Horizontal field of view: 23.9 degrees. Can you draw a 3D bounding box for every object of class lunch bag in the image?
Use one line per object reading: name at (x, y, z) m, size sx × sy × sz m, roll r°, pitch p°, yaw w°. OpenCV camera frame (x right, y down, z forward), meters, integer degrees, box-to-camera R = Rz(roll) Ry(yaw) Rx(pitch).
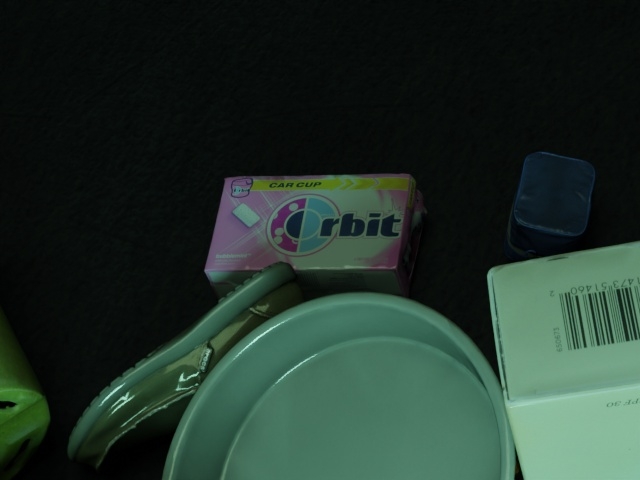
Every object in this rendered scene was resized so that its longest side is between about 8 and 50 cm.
lunch bag at (0.201, -0.020, 1.333) m, size 0.067 × 0.065 × 0.098 m, roll 14°, pitch 57°, yaw 6°

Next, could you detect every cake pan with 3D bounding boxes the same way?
cake pan at (0.015, 0.182, 1.113) m, size 0.293 × 0.054 × 0.293 m, roll -14°, pitch 60°, yaw 25°

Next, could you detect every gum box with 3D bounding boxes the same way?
gum box at (0.000, 0.000, 1.374) m, size 0.188 × 0.062 × 0.107 m, roll 0°, pitch 54°, yaw 15°

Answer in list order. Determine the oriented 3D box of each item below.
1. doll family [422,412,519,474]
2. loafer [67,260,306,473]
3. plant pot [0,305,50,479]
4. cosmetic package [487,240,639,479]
doll family at (0.065, 0.216, 1.157) m, size 0.163 × 0.118 × 0.263 m, roll 8°, pitch 58°, yaw 23°
loafer at (-0.106, 0.122, 1.289) m, size 0.251 × 0.094 × 0.087 m, roll -38°, pitch 87°, yaw 2°
plant pot at (-0.372, 0.101, 1.300) m, size 0.276 × 0.276 × 0.254 m, roll -35°, pitch 65°, yaw -11°
cosmetic package at (0.217, 0.135, 1.056) m, size 0.160 × 0.309 × 0.113 m, roll -10°, pitch 51°, yaw 9°
